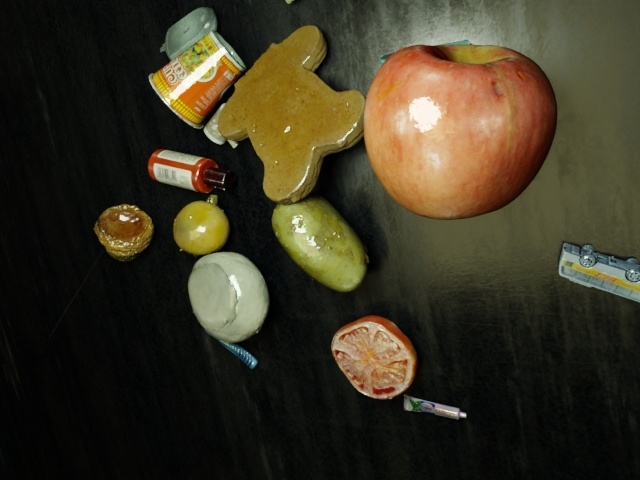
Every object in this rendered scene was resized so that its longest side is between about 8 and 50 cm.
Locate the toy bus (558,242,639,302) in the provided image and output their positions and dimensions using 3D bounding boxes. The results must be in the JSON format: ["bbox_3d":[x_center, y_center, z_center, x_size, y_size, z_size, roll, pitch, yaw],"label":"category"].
[{"bbox_3d":[0.606,0.067,0.950,0.191,0.064,0.075,19,122,22],"label":"toy bus"}]

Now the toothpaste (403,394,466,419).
[{"bbox_3d":[0.306,0.452,1.208,0.170,0.028,0.045,2,96,30],"label":"toothpaste"}]

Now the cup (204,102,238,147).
[{"bbox_3d":[-0.269,-0.326,1.287,0.099,0.074,0.102,-43,81,28],"label":"cup"}]

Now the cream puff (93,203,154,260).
[{"bbox_3d":[-0.666,-0.009,1.530,0.183,0.183,0.169,43,142,12],"label":"cream puff"}]

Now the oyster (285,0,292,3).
[{"bbox_3d":[-0.082,-0.769,1.076,0.201,0.107,0.354,-5,99,31],"label":"oyster"}]

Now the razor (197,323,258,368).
[{"bbox_3d":[-0.308,0.335,1.482,0.253,0.042,0.082,36,114,14],"label":"razor"}]

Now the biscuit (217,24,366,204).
[{"bbox_3d":[-0.064,-0.321,1.125,0.368,0.076,0.394,-45,61,13],"label":"biscuit"}]

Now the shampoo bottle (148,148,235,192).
[{"bbox_3d":[-0.383,-0.204,1.356,0.278,0.104,0.104,15,108,23],"label":"shampoo bottle"}]

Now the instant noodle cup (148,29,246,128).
[{"bbox_3d":[-0.320,-0.447,1.226,0.212,0.193,0.193,-38,83,12],"label":"instant noodle cup"}]

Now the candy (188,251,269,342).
[{"bbox_3d":[-0.269,0.168,1.343,0.295,0.185,0.295,8,102,42],"label":"candy"}]

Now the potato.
[{"bbox_3d":[0.000,0.000,1.159,0.173,0.210,0.307,-44,83,3],"label":"potato"}]

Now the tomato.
[{"bbox_3d":[0.150,0.304,1.214,0.237,0.095,0.236,8,109,23],"label":"tomato"}]

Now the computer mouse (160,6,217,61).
[{"bbox_3d":[-0.366,-0.577,1.281,0.229,0.068,0.113,-14,75,34],"label":"computer mouse"}]

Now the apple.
[{"bbox_3d":[0.263,-0.209,0.895,0.364,0.364,0.363,6,105,25],"label":"apple"}]

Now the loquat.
[{"bbox_3d":[-0.354,-0.043,1.355,0.172,0.149,0.204,22,91,39],"label":"loquat"}]

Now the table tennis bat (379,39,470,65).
[{"bbox_3d":[0.233,-0.416,1.002,0.201,0.124,0.033,-6,120,6],"label":"table tennis bat"}]
